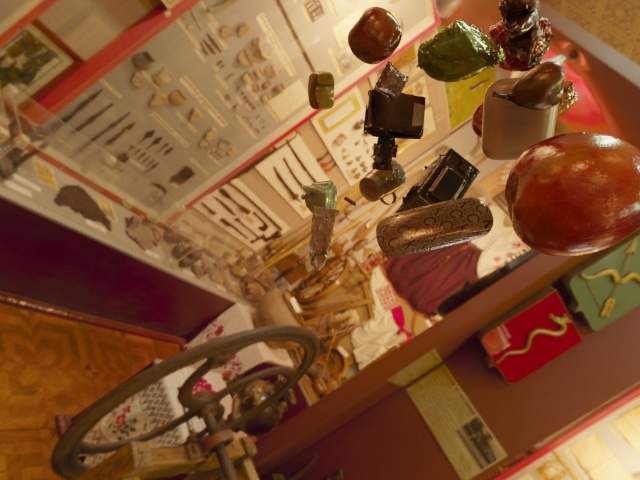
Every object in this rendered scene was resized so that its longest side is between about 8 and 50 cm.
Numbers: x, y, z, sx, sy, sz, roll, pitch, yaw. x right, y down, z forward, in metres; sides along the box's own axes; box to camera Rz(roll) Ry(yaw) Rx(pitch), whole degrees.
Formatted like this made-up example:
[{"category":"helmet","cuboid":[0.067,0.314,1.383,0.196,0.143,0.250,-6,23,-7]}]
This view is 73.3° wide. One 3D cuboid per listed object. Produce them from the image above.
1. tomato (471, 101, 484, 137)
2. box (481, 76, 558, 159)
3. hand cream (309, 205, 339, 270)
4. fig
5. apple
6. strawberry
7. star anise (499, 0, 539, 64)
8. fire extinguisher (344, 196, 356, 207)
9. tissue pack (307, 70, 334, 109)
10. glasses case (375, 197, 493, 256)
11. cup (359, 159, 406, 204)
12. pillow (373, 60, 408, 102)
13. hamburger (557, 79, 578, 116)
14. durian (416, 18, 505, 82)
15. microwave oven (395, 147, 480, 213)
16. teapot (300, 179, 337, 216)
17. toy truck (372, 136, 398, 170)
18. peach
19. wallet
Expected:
[{"category":"tomato","cuboid":[0.967,-0.676,2.489,0.200,0.233,0.140,24,-16,6]},{"category":"box","cuboid":[0.841,-0.511,1.826,0.141,0.288,0.349,-64,150,-52]},{"category":"hand cream","cuboid":[0.000,0.003,1.396,0.050,0.083,0.257,-86,-175,-51]},{"category":"fig","cuboid":[0.774,-0.559,1.599,0.146,0.273,0.170,-103,-179,-46]},{"category":"apple","cuboid":[0.217,-0.821,1.733,0.187,0.211,0.211,38,10,-18]},{"category":"strawberry","cuboid":[0.877,-0.888,1.918,0.276,0.257,0.257,34,-2,18]},{"category":"star anise","cuboid":[0.657,-0.750,1.418,0.331,0.117,0.332,0,89,-62]},{"category":"fire extinguisher","cuboid":[0.148,-0.189,2.114,0.022,0.028,0.083,7,23,-44]},{"category":"tissue pack","cuboid":[0.001,-0.736,2.114,0.127,0.123,0.179,-142,-134,-57]},{"category":"glasses case","cuboid":[0.347,-0.041,1.322,0.085,0.354,0.137,70,8,-56]},{"category":"cup","cuboid":[0.344,-0.297,2.343,0.185,0.226,0.241,-8,-69,52]},{"category":"pillow","cuboid":[0.271,-0.591,1.622,0.043,0.118,0.185,42,22,26]},{"category":"hamburger","cuboid":[1.092,-0.671,2.129,0.174,0.304,0.284,54,-3,-18]},{"category":"durian","cuboid":[0.583,-0.801,1.840,0.256,0.339,0.205,43,52,-25]},{"category":"microwave oven","cuboid":[0.575,-0.248,2.156,0.218,0.355,0.286,39,-22,-1]},{"category":"teapot","cuboid":[-0.011,-0.175,1.798,0.159,0.158,0.232,57,-3,23]},{"category":"toy truck","cuboid":[0.299,-0.425,2.010,0.216,0.110,0.116,84,12,-65]},{"category":"peach","cuboid":[0.732,-0.130,1.226,0.388,0.388,0.388,55,5,-7]},{"category":"wallet","cuboid":[0.328,-0.556,1.906,0.071,0.262,0.221,86,12,-67]}]
